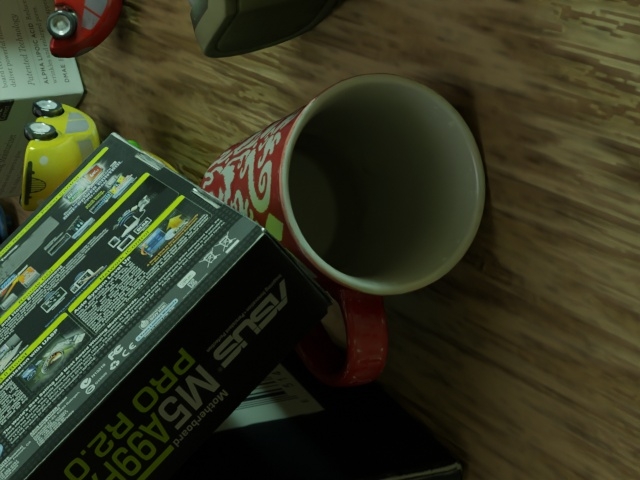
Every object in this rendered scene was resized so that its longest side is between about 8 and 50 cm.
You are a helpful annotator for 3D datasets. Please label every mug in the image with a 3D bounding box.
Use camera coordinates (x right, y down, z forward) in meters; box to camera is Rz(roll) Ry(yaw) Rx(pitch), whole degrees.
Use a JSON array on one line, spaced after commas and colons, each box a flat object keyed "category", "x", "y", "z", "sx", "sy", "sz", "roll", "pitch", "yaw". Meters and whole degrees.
[{"category": "mug", "x": -0.007, "y": -0.007, "z": 0.963, "sx": 0.150, "sy": 0.113, "sz": 0.169, "roll": -65, "pitch": 19, "yaw": -14}]

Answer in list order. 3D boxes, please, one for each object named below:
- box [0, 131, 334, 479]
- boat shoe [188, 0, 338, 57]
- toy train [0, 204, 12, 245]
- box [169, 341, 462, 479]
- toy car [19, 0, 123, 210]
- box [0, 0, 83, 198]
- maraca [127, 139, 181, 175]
[{"category": "box", "x": -0.145, "y": 0.079, "z": 0.906, "sx": 0.060, "sy": 0.270, "sz": 0.216, "roll": 48, "pitch": 171, "yaw": -29}, {"category": "boat shoe", "x": -0.014, "y": -0.195, "z": 0.938, "sx": 0.302, "sy": 0.113, "sz": 0.103, "roll": -34, "pitch": 73, "yaw": 62}, {"category": "toy train", "x": -0.310, "y": 0.046, "z": 1.627, "sx": 0.105, "sy": 0.080, "sz": 0.184, "roll": 109, "pitch": 143, "yaw": -52}, {"category": "box", "x": -0.093, "y": 0.251, "z": 1.109, "sx": 0.293, "sy": 0.212, "sz": 0.395, "roll": 40, "pitch": 132, "yaw": 52}, {"category": "toy car", "x": -0.184, "y": -0.086, "z": 1.336, "sx": 0.225, "sy": 0.053, "sz": 0.239, "roll": 104, "pitch": 172, "yaw": -59}, {"category": "box", "x": -0.296, "y": -0.149, "z": 1.496, "sx": 0.181, "sy": 0.119, "sz": 0.182, "roll": -52, "pitch": 52, "yaw": 56}, {"category": "maraca", "x": -0.124, "y": 0.020, "z": 1.232, "sx": 0.127, "sy": 0.099, "sz": 0.185, "roll": -75, "pitch": -19, "yaw": -55}]
